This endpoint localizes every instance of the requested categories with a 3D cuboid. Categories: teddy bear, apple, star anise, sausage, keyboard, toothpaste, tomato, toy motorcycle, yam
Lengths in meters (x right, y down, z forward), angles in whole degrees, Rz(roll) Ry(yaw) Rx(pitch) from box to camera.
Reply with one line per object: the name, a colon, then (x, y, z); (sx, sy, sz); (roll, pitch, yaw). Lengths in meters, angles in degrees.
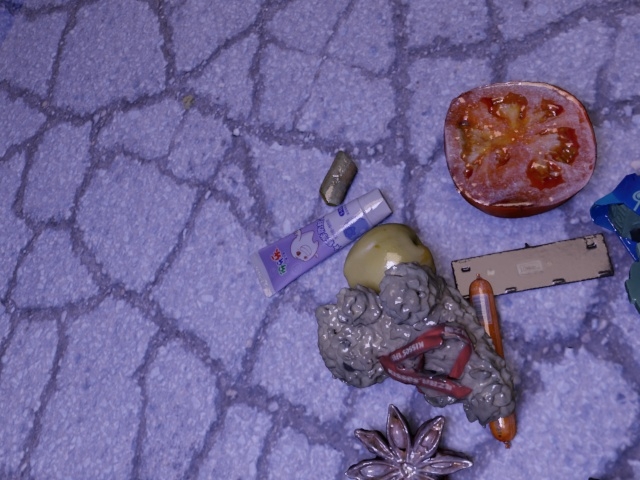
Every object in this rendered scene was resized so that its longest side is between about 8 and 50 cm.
teddy bear: (0.147, 0.220, 1.057); (0.367, 0.357, 0.224); (-33, 16, 30)
apple: (0.152, 0.053, 1.162); (0.199, 0.200, 0.200); (-6, 68, 16)
star anise: (0.171, 0.439, 1.048); (0.223, 0.109, 0.236); (-32, 78, 2)
sausage: (0.346, 0.237, 1.084); (0.053, 0.053, 0.348); (-9, 72, 14)
keyboard: (0.447, 0.058, 1.148); (0.316, 0.027, 0.106); (-11, 70, 14)
toothpaste: (0.000, 0.000, 1.300); (0.371, 0.080, 0.125); (-31, 67, 13)
tomato: (0.430, -0.185, 1.183); (0.338, 0.144, 0.339); (-5, 67, 11)
toy motorcycle: (0.649, -0.019, 1.037); (0.199, 0.191, 0.327); (-9, 54, 15)
yam: (0.044, -0.152, 1.338); (0.069, 0.070, 0.147); (22, 79, 24)

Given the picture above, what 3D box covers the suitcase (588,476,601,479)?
suitcase: (0.585, 0.500, 0.818); (0.334, 0.229, 0.152); (13, 74, 21)
